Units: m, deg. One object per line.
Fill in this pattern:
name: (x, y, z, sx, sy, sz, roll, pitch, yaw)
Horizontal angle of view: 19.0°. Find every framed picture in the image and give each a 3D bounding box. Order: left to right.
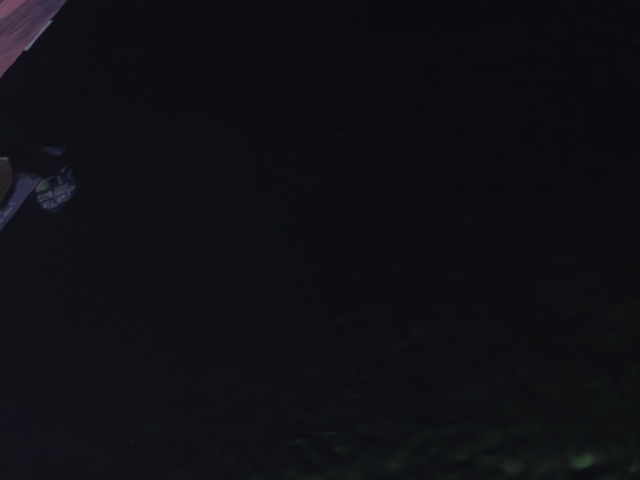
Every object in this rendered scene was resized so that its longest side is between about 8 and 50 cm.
framed picture: (0.000, 0.000, 0.525, 0.323, 0.013, 0.244, 3, 43, 32)
